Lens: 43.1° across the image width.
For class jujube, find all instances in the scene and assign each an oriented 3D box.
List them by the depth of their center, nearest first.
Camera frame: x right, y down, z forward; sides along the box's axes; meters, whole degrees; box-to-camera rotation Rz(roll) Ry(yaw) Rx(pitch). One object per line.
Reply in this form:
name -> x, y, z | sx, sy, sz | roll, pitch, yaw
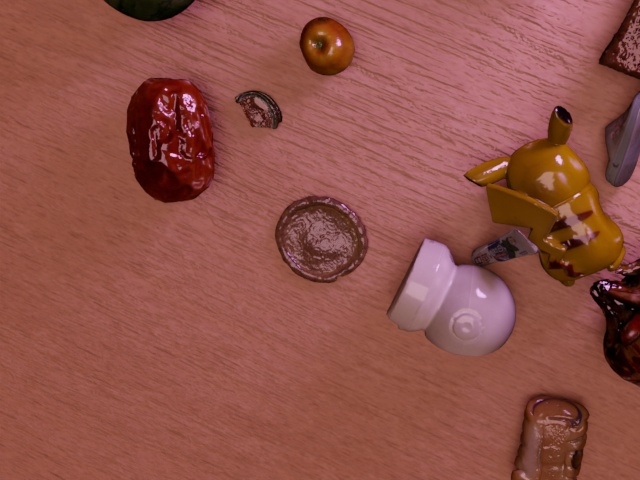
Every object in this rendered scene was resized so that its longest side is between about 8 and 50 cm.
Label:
jujube -> -0.301, -0.201, 1.633 | 0.174, 0.174, 0.250 | 2, 106, 10

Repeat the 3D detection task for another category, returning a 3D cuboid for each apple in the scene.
apple -> 0.013, -0.376, 1.564 | 0.099, 0.102, 0.114 | -19, 98, 16

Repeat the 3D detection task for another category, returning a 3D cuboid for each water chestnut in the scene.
water chestnut -> 0.645, 0.141, 1.495 | 0.244, 0.289, 0.289 | 46, 110, 31

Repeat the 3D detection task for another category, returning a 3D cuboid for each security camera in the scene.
security camera -> 0.269, 0.123, 1.588 | 0.236, 0.194, 0.194 | 25, 106, 2

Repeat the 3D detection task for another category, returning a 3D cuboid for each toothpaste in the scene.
toothpaste -> 0.340, 0.019, 1.542 | 0.038, 0.233, 0.060 | -43, 92, -17

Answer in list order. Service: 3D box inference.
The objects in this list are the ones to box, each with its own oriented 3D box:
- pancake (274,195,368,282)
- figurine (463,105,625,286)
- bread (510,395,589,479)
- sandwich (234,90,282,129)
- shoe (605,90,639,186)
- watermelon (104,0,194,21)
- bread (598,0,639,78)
pancake -> 0.000, 0.000, 1.696 | 0.199, 0.021, 0.199 | 3, 105, 11
figurine -> 0.430, -0.067, 1.521 | 0.218, 0.169, 0.326 | -26, 94, 23
bread -> 0.475, 0.432, 1.675 | 0.134, 0.081, 0.225 | 11, 107, 13
sandwich -> -0.124, -0.266, 1.656 | 0.069, 0.026, 0.101 | -33, 96, 15
shoe -> 0.562, -0.197, 1.511 | 0.078, 0.079, 0.195 | 32, 128, 39
watermelon -> -0.325, -0.539, 1.524 | 0.242, 0.242, 0.242 | 2, 103, 10
bread -> 0.656, -0.471, 1.407 | 0.165, 0.113, 0.416 | 27, 109, 10
